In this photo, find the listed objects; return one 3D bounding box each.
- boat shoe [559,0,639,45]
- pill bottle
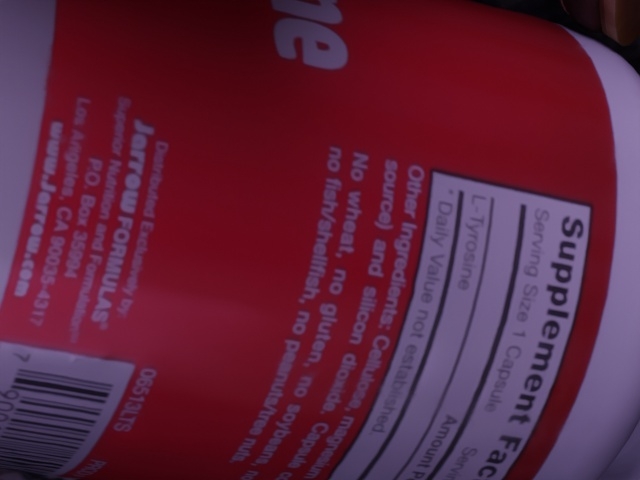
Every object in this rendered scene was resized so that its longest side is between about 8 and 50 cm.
[{"bbox_3d":[0.108,-0.166,0.727,0.073,0.073,0.207,24,145,23],"label":"boat shoe"},{"bbox_3d":[0.000,0.000,0.786,0.407,0.229,0.229,11,139,-21],"label":"pill bottle"}]
